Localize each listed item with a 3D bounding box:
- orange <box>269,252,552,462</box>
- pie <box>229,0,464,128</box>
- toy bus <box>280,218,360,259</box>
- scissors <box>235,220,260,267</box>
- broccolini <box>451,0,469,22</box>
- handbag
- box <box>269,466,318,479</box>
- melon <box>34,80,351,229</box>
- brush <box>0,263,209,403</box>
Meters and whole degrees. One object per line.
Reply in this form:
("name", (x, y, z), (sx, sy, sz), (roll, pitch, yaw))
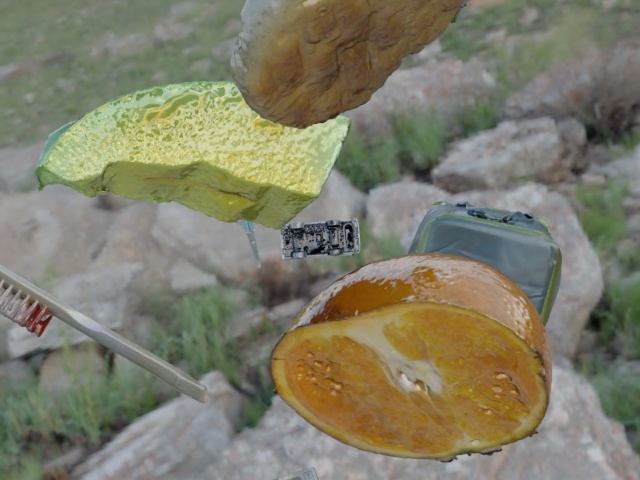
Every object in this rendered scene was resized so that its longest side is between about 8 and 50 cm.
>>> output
("orange", (0.100, 0.139, 1.347), (0.310, 0.274, 0.274), (-40, 22, 12))
("pie", (0.023, -0.152, 0.822), (0.195, 0.195, 0.046), (-27, 64, -21))
("toy bus", (0.000, 0.000, 1.553), (0.102, 0.052, 0.058), (-5, -3, 0))
("scissors", (-0.087, -0.005, 1.492), (0.036, 0.083, 0.006), (-14, -12, -5))
("broccolini", (0.210, -0.341, 1.648), (0.042, 0.044, 0.218), (-28, -7, -6))
("handbag", (0.280, 0.047, 2.056), (0.263, 0.222, 0.241), (9, 8, 7))
("box", (-0.035, 0.458, 1.869), (0.115, 0.177, 0.036), (-14, -19, -20))
("melon", (-0.147, -0.098, 1.301), (0.323, 0.196, 0.124), (8, 59, -24))
("brush", (-0.262, 0.093, 1.242), (0.321, 0.060, 0.050), (29, 72, 7))
